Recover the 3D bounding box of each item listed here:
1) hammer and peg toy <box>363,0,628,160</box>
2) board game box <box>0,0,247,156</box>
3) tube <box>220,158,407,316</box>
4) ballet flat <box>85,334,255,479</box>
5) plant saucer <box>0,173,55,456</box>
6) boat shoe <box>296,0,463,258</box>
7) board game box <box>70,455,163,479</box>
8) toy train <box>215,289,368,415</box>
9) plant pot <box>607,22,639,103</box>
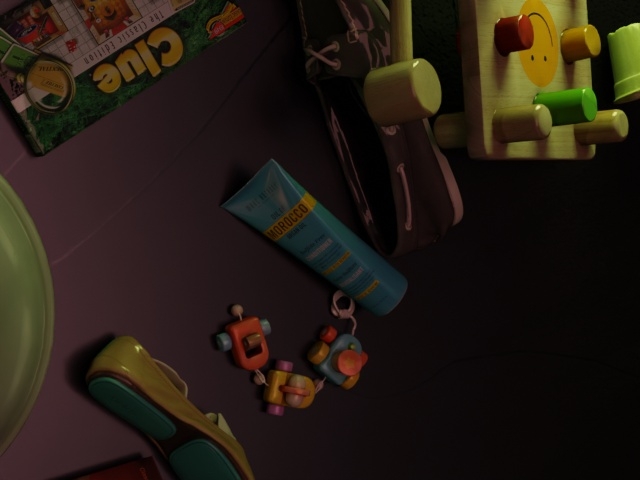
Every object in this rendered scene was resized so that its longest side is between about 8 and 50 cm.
[{"bbox_3d":[0.190,-0.214,1.626,0.361,0.127,0.266,-2,89,-54],"label":"hammer and peg toy"},{"bbox_3d":[-0.206,-0.207,1.550,0.259,0.030,0.136,-37,109,-23],"label":"board game box"},{"bbox_3d":[0.000,0.000,1.637,0.207,0.052,0.080,38,114,-21],"label":"tube"},{"bbox_3d":[-0.133,0.181,1.567,0.232,0.080,0.073,48,40,-22],"label":"ballet flat"},{"bbox_3d":[-0.417,0.078,1.377,0.400,0.100,0.400,-3,98,-25],"label":"plant saucer"},{"bbox_3d":[0.045,-0.136,1.635,0.095,0.112,0.335,-35,109,-28],"label":"boat shoe"},{"bbox_3d":[-0.170,0.343,1.477,0.145,0.027,0.281,-14,59,-28],"label":"board game box"},{"bbox_3d":[-0.020,0.114,1.637,0.166,0.046,0.125,-16,98,-26],"label":"toy train"},{"bbox_3d":[0.368,-0.209,1.829,0.083,0.083,0.079,-15,86,-27],"label":"plant pot"}]
